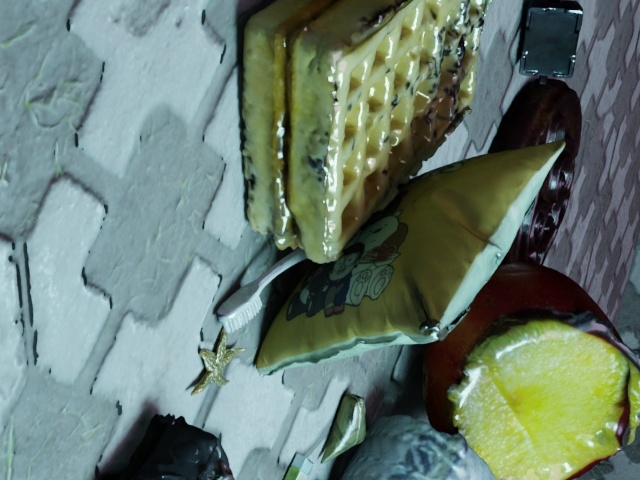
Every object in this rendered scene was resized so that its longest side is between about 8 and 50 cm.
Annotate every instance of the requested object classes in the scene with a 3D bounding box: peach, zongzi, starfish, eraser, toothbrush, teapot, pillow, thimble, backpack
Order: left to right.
[{"bbox_3d":[-0.144,0.259,1.022,0.165,0.105,0.120,-61,158,-28],"label":"backpack"},{"bbox_3d":[-0.108,0.133,1.124,0.086,0.016,0.092,-57,155,-26],"label":"starfish"},{"bbox_3d":[-0.037,0.319,1.407,0.083,0.019,0.038,-64,154,-17],"label":"eraser"},{"bbox_3d":[0.000,0.000,1.174,0.307,0.025,0.030,-41,133,-30],"label":"toothbrush"},{"bbox_3d":[0.026,0.256,1.491,0.083,0.040,0.076,-26,126,-35],"label":"zongzi"},{"bbox_3d":[0.092,0.020,1.192,0.119,0.310,0.312,50,54,-13],"label":"pillow"},{"bbox_3d":[0.135,0.370,1.568,0.157,0.217,0.245,-58,168,-27],"label":"thimble"},{"bbox_3d":[0.315,0.218,1.715,0.339,0.353,0.416,-34,163,-4],"label":"peach"},{"bbox_3d":[0.364,-0.334,1.731,0.096,0.087,0.177,-79,171,-52],"label":"teapot"}]

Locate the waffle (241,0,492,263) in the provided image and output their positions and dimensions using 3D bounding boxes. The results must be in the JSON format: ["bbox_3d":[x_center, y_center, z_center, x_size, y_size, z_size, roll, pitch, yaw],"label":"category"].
[{"bbox_3d":[0.061,-0.173,1.140,0.376,0.114,0.261,-46,146,-45],"label":"waffle"}]

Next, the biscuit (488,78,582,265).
[{"bbox_3d":[0.370,-0.080,1.914,0.407,0.091,0.407,-45,145,-45],"label":"biscuit"}]
